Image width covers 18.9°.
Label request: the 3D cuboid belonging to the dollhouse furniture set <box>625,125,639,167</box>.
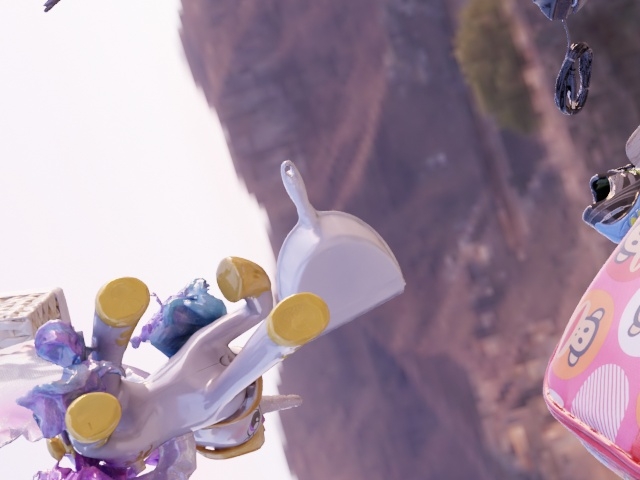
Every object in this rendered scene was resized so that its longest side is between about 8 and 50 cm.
[{"bbox_3d":[0.423,-0.023,2.005,0.242,0.161,0.212,45,-165,17],"label":"dollhouse furniture set"}]

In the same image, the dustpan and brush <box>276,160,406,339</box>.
[{"bbox_3d":[0.000,0.000,2.197,0.060,0.147,0.211,54,169,49],"label":"dustpan and brush"}]

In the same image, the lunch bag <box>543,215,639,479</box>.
[{"bbox_3d":[0.285,0.040,1.163,0.120,0.293,0.258,35,-178,-22],"label":"lunch bag"}]

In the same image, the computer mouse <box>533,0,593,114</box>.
[{"bbox_3d":[0.270,-0.233,2.061,0.041,0.071,0.242,32,148,41],"label":"computer mouse"}]

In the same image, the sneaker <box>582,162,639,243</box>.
[{"bbox_3d":[0.371,-0.071,2.329,0.188,0.078,0.067,-53,-16,-44],"label":"sneaker"}]

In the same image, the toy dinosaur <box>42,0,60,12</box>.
[{"bbox_3d":[-0.317,-0.325,1.897,0.200,0.127,0.295,18,-163,-40],"label":"toy dinosaur"}]

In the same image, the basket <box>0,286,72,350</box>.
[{"bbox_3d":[-0.349,0.121,2.006,0.103,0.167,0.113,-52,-47,-75],"label":"basket"}]

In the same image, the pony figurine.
[{"bbox_3d":[-0.160,0.161,1.648,0.303,0.351,0.363,60,164,19],"label":"pony figurine"}]
